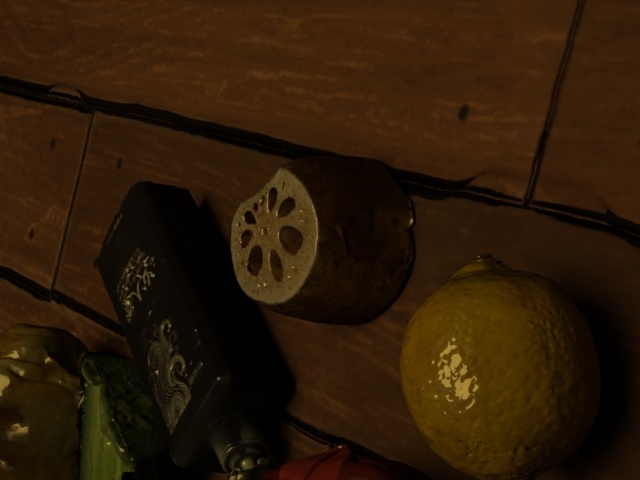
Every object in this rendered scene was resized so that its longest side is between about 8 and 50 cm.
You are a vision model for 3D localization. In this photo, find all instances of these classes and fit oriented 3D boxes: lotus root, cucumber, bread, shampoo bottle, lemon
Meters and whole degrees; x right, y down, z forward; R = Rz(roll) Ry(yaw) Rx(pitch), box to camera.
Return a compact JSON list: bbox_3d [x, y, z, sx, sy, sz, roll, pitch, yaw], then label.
[{"bbox_3d":[0.001,0.003,0.989,0.122,0.081,0.112,-38,57,44],"label":"lotus root"},{"bbox_3d":[-0.144,0.193,1.136,0.115,0.086,0.193,19,102,57],"label":"cucumber"},{"bbox_3d":[-0.268,0.201,1.276,0.152,0.130,0.267,27,106,18],"label":"bread"},{"bbox_3d":[-0.091,0.085,1.100,0.098,0.071,0.309,-57,41,24],"label":"shampoo bottle"},{"bbox_3d":[0.097,0.070,0.789,0.109,0.109,0.133,-31,62,48],"label":"lemon"}]

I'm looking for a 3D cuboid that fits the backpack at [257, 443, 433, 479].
[{"bbox_3d":[0.003,0.226,0.844,0.229,0.139,0.229,-31,49,44],"label":"backpack"}]
